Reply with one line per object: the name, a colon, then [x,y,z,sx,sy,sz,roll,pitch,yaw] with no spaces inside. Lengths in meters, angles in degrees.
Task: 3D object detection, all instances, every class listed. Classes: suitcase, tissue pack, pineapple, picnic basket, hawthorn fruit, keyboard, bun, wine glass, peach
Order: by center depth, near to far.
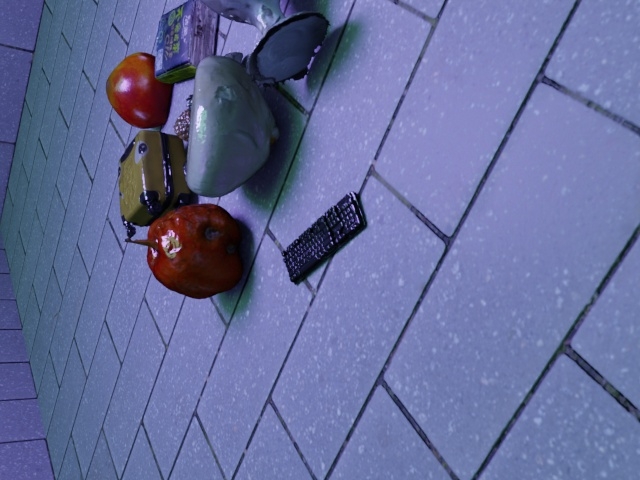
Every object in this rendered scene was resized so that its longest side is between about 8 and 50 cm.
keyboard: [-0.001,0.000,1.186,0.231,0.023,0.072,-41,56,45]
wine glass: [-0.138,-0.467,1.240,0.357,0.190,0.190,57,133,14]
bun: [-0.173,-0.221,1.344,0.283,0.179,0.284,-174,90,-76]
hawthorn fruit: [-0.285,0.016,1.397,0.207,0.243,0.208,-16,70,54]
picnic basket: [-0.201,-0.383,1.486,0.083,0.065,0.083,50,132,25]
pineapple: [-0.288,-0.310,1.597,0.159,0.074,0.074,-57,44,27]
suitcase: [-0.407,-0.142,1.675,0.194,0.143,0.235,-32,61,49]
tissue pack: [-0.340,-0.494,1.686,0.235,0.073,0.174,4,90,54]
peach: [-0.480,-0.406,1.839,0.190,0.192,0.190,-34,25,19]
